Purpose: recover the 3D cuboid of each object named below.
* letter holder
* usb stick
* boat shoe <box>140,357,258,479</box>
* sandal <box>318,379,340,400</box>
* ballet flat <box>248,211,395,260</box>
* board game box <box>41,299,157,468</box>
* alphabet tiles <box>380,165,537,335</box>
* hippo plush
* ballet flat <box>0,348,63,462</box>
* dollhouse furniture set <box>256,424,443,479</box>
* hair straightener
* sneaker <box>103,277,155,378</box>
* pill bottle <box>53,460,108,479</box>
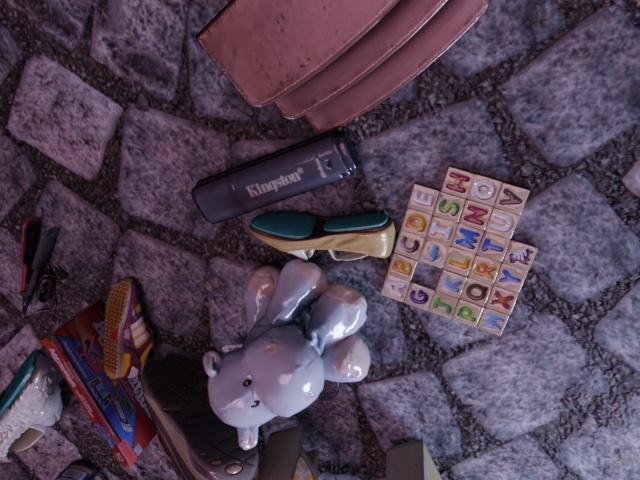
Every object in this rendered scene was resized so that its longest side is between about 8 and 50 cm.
[{"bbox_3d":[0.037,-0.275,0.768,0.302,0.152,0.214,-34,100,27],"label":"letter holder"},{"bbox_3d":[-0.076,-0.095,0.936,0.278,0.045,0.077,-17,105,23],"label":"usb stick"},{"bbox_3d":[-0.225,0.323,1.016,0.132,0.355,0.130,3,110,-31],"label":"boat shoe"},{"bbox_3d":[-0.023,0.195,1.048,0.067,0.040,0.179,-42,80,22],"label":"sandal"},{"bbox_3d":[0.000,0.000,0.935,0.232,0.080,0.073,1,122,18],"label":"ballet flat"},{"bbox_3d":[-0.393,0.265,1.133,0.027,0.145,0.281,-20,104,23],"label":"board game box"},{"bbox_3d":[0.214,0.014,0.907,0.198,0.009,0.237,19,116,10],"label":"alphabet tiles"},{"bbox_3d":[-0.085,0.160,0.914,0.294,0.236,0.234,-23,89,23],"label":"hippo plush"},{"bbox_3d":[-0.628,0.361,1.277,0.147,0.147,0.409,47,120,-4],"label":"ballet flat"},{"bbox_3d":[0.018,0.526,1.008,0.394,0.256,0.362,-21,109,16],"label":"dollhouse furniture set"},{"bbox_3d":[-0.533,0.068,1.152,0.089,0.047,0.230,28,117,6],"label":"hair straightener"},{"bbox_3d":[-0.350,0.162,1.127,0.070,0.084,0.185,9,91,42],"label":"sneaker"},{"bbox_3d":[-0.554,0.585,1.274,0.123,0.219,0.122,7,113,15],"label":"pill bottle"}]
